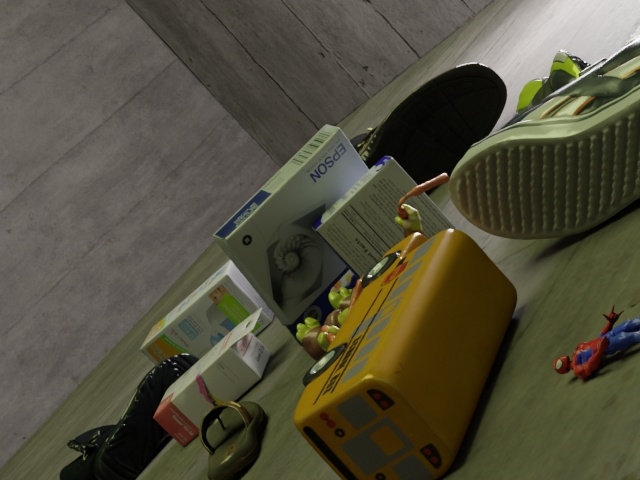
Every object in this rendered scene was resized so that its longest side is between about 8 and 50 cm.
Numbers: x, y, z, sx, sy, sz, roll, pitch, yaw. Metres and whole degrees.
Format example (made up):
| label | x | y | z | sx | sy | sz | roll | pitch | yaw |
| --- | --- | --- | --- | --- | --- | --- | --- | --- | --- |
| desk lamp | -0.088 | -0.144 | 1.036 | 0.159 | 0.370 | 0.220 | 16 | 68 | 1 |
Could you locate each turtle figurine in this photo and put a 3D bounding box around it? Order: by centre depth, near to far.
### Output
| label | x | y | z | sx | sy | sz | roll | pitch | yaw |
| --- | --- | --- | --- | --- | --- | --- | --- | --- | --- |
| turtle figurine | 0.067 | 0.055 | 1.609 | 0.269 | 0.087 | 0.217 | -58 | 7 | -33 |

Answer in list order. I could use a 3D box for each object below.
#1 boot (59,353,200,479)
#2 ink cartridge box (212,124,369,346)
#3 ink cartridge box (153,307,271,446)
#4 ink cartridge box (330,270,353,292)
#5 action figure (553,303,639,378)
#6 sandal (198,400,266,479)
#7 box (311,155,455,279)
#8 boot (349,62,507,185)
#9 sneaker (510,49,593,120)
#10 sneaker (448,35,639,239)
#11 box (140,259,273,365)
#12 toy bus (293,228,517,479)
| label | x | y | z | sx | sy | sz | roll | pitch | yaw |
| --- | --- | --- | --- | --- | --- | --- | --- | --- | --- |
| boot | -0.297 | 0.287 | 2.162 | 0.246 | 0.094 | 0.207 | -54 | 15 | -27 |
| ink cartridge box | 0.000 | 0.000 | 1.853 | 0.223 | 0.224 | 0.045 | -46 | 31 | -15 |
| ink cartridge box | -0.140 | 0.193 | 1.984 | 0.198 | 0.067 | 0.115 | -43 | 8 | 14 |
| ink cartridge box | 0.012 | 0.023 | 2.049 | 0.143 | 0.092 | 0.090 | -44 | 8 | 3 |
| action figure | 0.212 | 0.071 | 1.001 | 0.115 | 0.030 | 0.038 | -39 | 13 | 41 |
| sandal | -0.117 | 0.233 | 1.667 | 0.090 | 0.060 | 0.219 | -42 | 8 | 8 |
| box | 0.080 | -0.018 | 1.789 | 0.137 | 0.126 | 0.072 | -43 | 10 | -1 |
| boot | 0.129 | -0.144 | 2.235 | 0.377 | 0.138 | 0.284 | -48 | 7 | 7 |
| sneaker | 0.265 | -0.118 | 1.511 | 0.121 | 0.111 | 0.300 | -62 | -1 | -7 |
| sneaker | 0.267 | -0.098 | 1.294 | 0.321 | 0.126 | 0.127 | -20 | 26 | 44 |
| box | -0.185 | 0.142 | 2.310 | 0.203 | 0.114 | 0.103 | -40 | 10 | 14 |
| toy bus | 0.083 | 0.093 | 1.226 | 0.130 | 0.108 | 0.332 | -38 | 9 | 32 |
